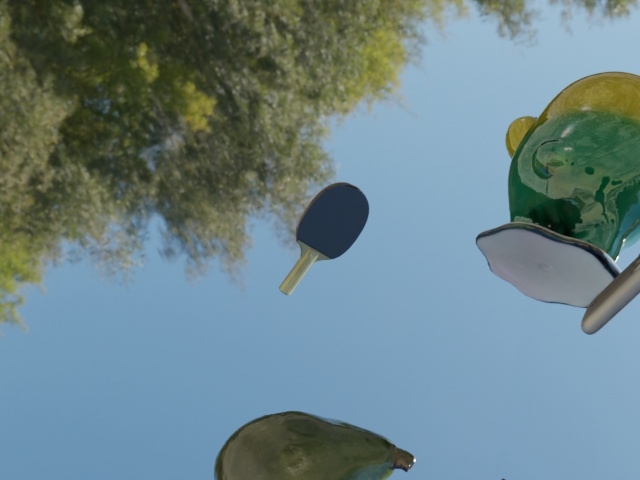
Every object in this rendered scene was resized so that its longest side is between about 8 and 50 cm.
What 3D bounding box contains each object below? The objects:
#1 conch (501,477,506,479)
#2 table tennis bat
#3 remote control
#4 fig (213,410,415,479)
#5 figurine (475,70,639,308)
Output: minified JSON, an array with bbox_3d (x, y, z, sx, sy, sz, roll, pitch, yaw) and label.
[{"bbox_3d":[0.311,0.460,1.155,0.240,0.313,0.186,-33,-157,50],"label":"conch"},{"bbox_3d":[0.000,0.000,1.025,0.156,0.087,0.013,-54,-142,5],"label":"table tennis bat"},{"bbox_3d":[0.350,-0.002,0.846,0.261,0.029,0.067,-54,171,33],"label":"remote control"},{"bbox_3d":[-0.006,0.293,1.054,0.244,0.195,0.195,-25,-152,1],"label":"fig"},{"bbox_3d":[0.375,-0.094,1.184,0.323,0.231,0.340,5,-126,42],"label":"figurine"}]
